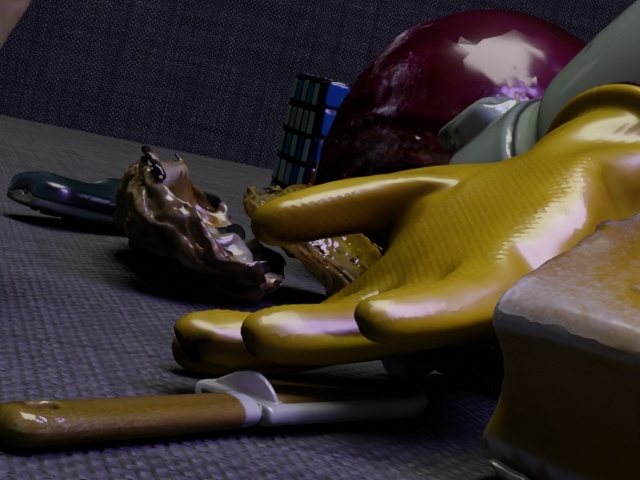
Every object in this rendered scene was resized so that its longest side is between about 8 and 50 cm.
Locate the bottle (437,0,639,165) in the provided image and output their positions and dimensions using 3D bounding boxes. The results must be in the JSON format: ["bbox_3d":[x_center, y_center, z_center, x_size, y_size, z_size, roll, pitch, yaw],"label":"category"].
[{"bbox_3d":[0.227,-0.041,0.779,0.229,0.229,0.351,7,-31,-47],"label":"bottle"}]

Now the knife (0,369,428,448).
[{"bbox_3d":[-0.028,0.062,0.499,0.046,0.022,0.256,10,2,39],"label":"knife"}]

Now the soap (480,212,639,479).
[{"bbox_3d":[0.218,0.068,0.457,0.274,0.089,0.173,17,25,36],"label":"soap"}]

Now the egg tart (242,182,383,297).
[{"bbox_3d":[0.000,0.000,0.872,0.130,0.052,0.130,41,-1,1],"label":"egg tart"}]

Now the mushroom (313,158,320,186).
[{"bbox_3d":[0.108,-0.067,1.319,0.206,0.209,0.206,38,7,-5],"label":"mushroom"}]

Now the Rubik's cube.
[{"bbox_3d":[0.051,-0.099,1.537,0.182,0.184,0.187,11,7,-14],"label":"Rubik's cube"}]

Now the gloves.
[{"bbox_3d":[0.062,0.006,0.590,0.294,0.116,0.133,-18,-6,-36],"label":"gloves"}]

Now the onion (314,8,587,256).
[{"bbox_3d":[0.147,-0.068,1.079,0.281,0.260,0.336,10,2,44],"label":"onion"}]

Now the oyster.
[{"bbox_3d":[-0.091,-0.009,0.900,0.128,0.079,0.345,33,0,-9],"label":"oyster"}]

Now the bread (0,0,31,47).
[{"bbox_3d":[-0.293,-0.148,0.531,0.242,0.405,0.346,24,-5,11],"label":"bread"}]

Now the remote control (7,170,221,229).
[{"bbox_3d":[-0.166,-0.030,1.053,0.072,0.042,0.222,13,4,37],"label":"remote control"}]

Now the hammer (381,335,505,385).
[{"bbox_3d":[0.176,0.089,0.607,0.137,0.037,0.289,5,8,-44],"label":"hammer"}]
